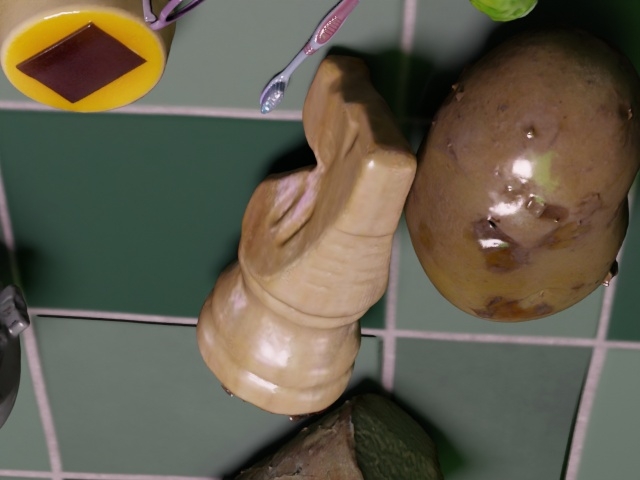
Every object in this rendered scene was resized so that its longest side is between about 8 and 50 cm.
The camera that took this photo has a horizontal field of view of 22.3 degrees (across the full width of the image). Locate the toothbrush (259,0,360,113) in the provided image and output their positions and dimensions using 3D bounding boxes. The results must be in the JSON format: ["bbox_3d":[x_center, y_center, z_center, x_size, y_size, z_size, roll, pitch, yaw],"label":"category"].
[{"bbox_3d":[0.009,-0.152,1.137,0.013,0.019,0.193,26,132,-21],"label":"toothbrush"}]

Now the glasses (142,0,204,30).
[{"bbox_3d":[-0.085,-0.216,1.052,0.140,0.062,0.104,-40,89,6],"label":"glasses"}]

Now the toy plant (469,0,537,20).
[{"bbox_3d":[0.125,-0.243,0.924,0.316,0.184,0.224,29,115,-39],"label":"toy plant"}]

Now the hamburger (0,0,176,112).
[{"bbox_3d":[-0.167,-0.152,1.107,0.141,0.081,0.126,19,139,-33],"label":"hamburger"}]

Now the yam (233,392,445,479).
[{"bbox_3d":[0.001,0.259,1.491,0.161,0.161,0.268,30,132,-26],"label":"yam"}]

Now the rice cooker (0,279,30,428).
[{"bbox_3d":[-0.400,0.104,1.268,0.316,0.316,0.264,-30,98,32],"label":"rice cooker"}]

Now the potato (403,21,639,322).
[{"bbox_3d":[0.141,-0.043,1.147,0.165,0.165,0.262,3,143,2],"label":"potato"}]

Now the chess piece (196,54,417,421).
[{"bbox_3d":[0.000,0.000,1.219,0.137,0.137,0.301,14,138,-10],"label":"chess piece"}]
